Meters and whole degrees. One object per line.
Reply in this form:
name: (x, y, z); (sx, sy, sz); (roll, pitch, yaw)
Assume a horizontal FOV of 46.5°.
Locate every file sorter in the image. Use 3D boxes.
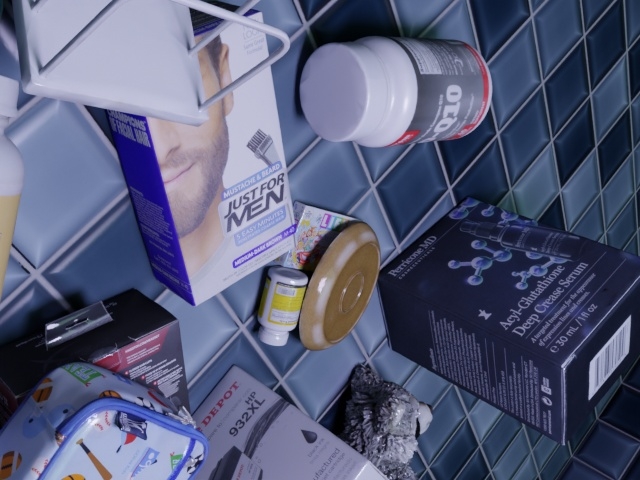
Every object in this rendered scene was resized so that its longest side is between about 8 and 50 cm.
file sorter: (-0.160, -0.278, 0.688); (0.193, 0.173, 0.277); (3, 70, -47)

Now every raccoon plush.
raccoon plush: (0.035, 0.448, 1.372); (0.446, 0.216, 0.299); (-35, 124, -30)

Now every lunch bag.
lunch bag: (-0.272, 0.295, 0.849); (0.303, 0.115, 0.243); (-53, 139, -7)

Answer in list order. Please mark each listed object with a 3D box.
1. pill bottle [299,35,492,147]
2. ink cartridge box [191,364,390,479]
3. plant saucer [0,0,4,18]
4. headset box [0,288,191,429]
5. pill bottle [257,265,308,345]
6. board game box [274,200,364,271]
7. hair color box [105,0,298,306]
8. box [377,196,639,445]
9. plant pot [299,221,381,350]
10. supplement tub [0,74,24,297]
pill bottle: (0.116, -0.224, 1.123); (0.283, 0.161, 0.161); (-13, 119, -43)
ink cartridge box: (-0.079, 0.360, 1.108); (0.223, 0.307, 0.129); (-51, 136, -15)
plant saucer: (-0.365, -0.236, 0.708); (0.119, 0.021, 0.119); (-23, 126, -37)
headset box: (-0.287, 0.216, 0.959); (0.218, 0.110, 0.293); (-26, 127, -36)
pill bottle: (-0.063, 0.104, 1.177); (0.065, 0.065, 0.116); (0, 110, -47)
board game box: (0.000, 0.000, 1.220); (0.154, 0.026, 0.103); (12, 100, -49)
hair color box: (-0.147, -0.107, 0.946); (0.185, 0.110, 0.338); (-32, 129, -31)
box: (0.354, 0.128, 1.381); (0.293, 0.395, 0.212); (-39, 133, -28)
plant pot: (0.043, 0.084, 1.259); (0.236, 0.032, 0.236); (-45, 148, -38)
supplement tub: (-0.390, 0.004, 0.625); (0.241, 0.241, 0.331); (8, 97, -49)
